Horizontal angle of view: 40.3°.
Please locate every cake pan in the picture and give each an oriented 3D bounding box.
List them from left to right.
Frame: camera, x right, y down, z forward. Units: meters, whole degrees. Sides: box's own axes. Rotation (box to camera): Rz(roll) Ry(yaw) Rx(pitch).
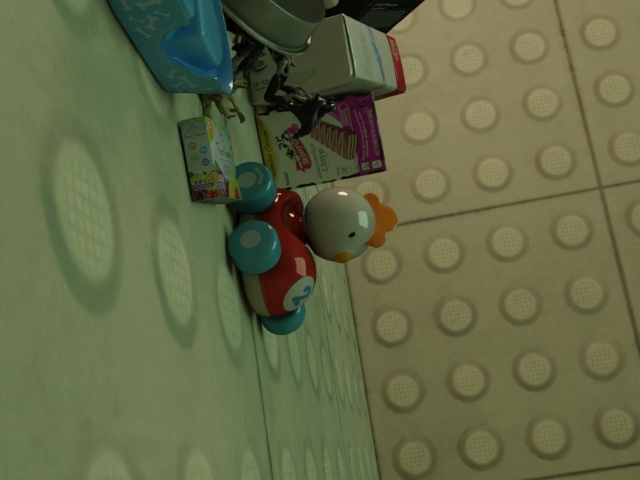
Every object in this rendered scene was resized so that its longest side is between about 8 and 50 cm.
[{"bbox_3d":[-0.097,-0.407,1.282,0.293,0.054,0.293,38,32,-30],"label":"cake pan"}]

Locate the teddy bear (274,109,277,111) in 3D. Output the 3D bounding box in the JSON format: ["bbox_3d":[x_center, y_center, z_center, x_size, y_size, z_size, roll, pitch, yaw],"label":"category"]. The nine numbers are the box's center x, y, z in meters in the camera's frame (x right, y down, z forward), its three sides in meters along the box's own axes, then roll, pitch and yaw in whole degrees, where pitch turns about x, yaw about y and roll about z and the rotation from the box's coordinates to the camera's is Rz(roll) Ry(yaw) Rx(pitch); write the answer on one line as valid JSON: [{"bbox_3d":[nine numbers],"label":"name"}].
[{"bbox_3d":[-0.079,-0.364,1.991,0.245,0.113,0.338,14,74,-76],"label":"teddy bear"}]

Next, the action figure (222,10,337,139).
[{"bbox_3d":[-0.102,-0.279,1.352,0.276,0.141,0.164,52,21,-11],"label":"action figure"}]

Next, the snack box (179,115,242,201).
[{"bbox_3d":[-0.138,-0.099,1.109,0.141,0.037,0.100,-13,92,-85],"label":"snack box"}]

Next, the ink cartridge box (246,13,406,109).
[{"bbox_3d":[0.015,-0.342,1.748,0.306,0.226,0.131,-5,84,-67],"label":"ink cartridge box"}]

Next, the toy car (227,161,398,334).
[{"bbox_3d":[0.000,0.000,1.299,0.219,0.237,0.210,71,10,-54],"label":"toy car"}]

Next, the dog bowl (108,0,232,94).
[{"bbox_3d":[-0.166,-0.266,0.946,0.297,0.074,0.166,64,17,-69],"label":"dog bowl"}]

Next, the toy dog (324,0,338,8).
[{"bbox_3d":[-0.047,-0.635,1.691,0.408,0.284,0.396,-71,167,-65],"label":"toy dog"}]

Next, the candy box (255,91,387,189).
[{"bbox_3d":[0.003,-0.191,1.706,0.071,0.233,0.159,-49,128,-83],"label":"candy box"}]

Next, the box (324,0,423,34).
[{"bbox_3d":[0.042,-0.641,2.095,0.312,0.178,0.344,-32,-104,51],"label":"box"}]

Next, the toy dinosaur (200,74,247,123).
[{"bbox_3d":[-0.150,-0.205,1.206,0.093,0.053,0.183,69,17,6],"label":"toy dinosaur"}]
